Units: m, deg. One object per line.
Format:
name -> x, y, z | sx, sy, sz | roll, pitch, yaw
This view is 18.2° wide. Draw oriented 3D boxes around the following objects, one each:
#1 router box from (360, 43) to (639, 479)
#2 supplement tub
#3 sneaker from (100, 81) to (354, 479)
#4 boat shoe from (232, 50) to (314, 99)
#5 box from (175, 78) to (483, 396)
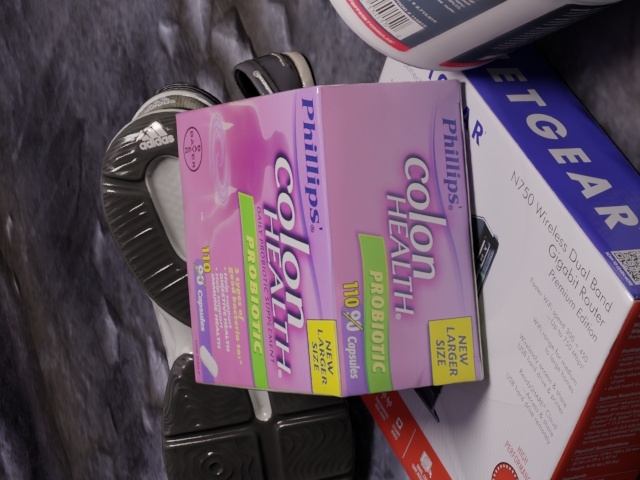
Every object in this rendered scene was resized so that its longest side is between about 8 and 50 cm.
router box -> 0.124, 0.040, 1.451 | 0.335, 0.082, 0.301 | 58, 142, 41
supplement tub -> 0.128, -0.228, 1.285 | 0.272, 0.191, 0.191 | -20, 77, 61
sneaker -> -0.065, 0.064, 1.787 | 0.257, 0.169, 0.447 | -81, -22, -71
boat shoe -> -0.030, -0.065, 1.740 | 0.075, 0.065, 0.206 | -33, 66, 57
box -> 0.000, 0.000, 1.464 | 0.243, 0.117, 0.213 | -2, 92, 61
